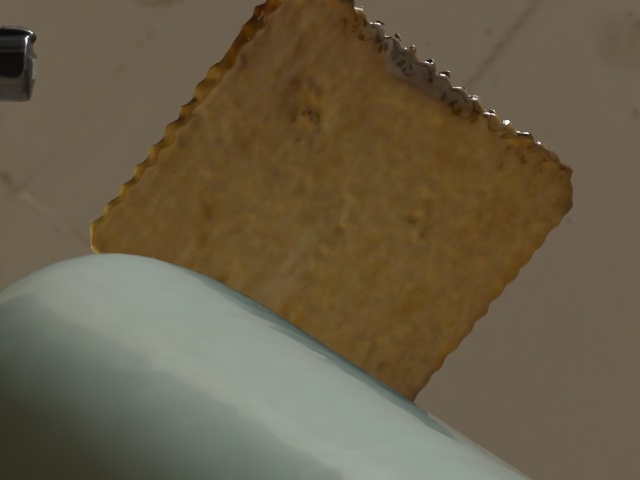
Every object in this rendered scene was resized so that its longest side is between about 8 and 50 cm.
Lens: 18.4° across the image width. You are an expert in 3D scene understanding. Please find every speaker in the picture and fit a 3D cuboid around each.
[{"bbox_3d":[-0.060,0.215,0.358,0.406,0.183,0.184,-58,-147,-7],"label":"speaker"}]

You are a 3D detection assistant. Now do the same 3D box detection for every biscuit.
[{"bbox_3d":[0.000,0.000,1.093,0.237,0.232,0.013,-51,-152,8],"label":"biscuit"}]

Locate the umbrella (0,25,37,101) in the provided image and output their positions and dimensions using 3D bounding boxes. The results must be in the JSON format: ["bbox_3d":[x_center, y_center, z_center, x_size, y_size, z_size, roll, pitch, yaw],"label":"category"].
[{"bbox_3d":[-0.256,-0.095,0.994,0.224,0.071,0.080,4,-114,-8],"label":"umbrella"}]
